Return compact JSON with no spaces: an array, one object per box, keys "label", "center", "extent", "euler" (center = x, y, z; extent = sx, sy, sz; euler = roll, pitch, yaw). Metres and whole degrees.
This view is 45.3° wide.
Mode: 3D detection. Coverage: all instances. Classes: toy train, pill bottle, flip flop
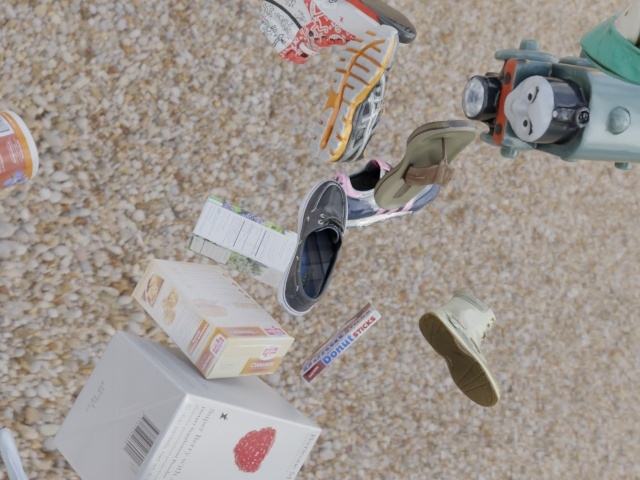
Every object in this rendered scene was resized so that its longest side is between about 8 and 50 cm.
[{"label":"toy train","center":[0.336,-0.148,0.887],"extent":[0.334,0.190,0.142],"euler":[3,105,-22]},{"label":"pill bottle","center":[-0.566,-0.120,1.196],"extent":[0.216,0.121,0.121],"euler":[-27,97,-39]},{"label":"flip flop","center":[0.176,-0.113,1.277],"extent":[0.112,0.277,0.080],"euler":[-1,63,-27]}]

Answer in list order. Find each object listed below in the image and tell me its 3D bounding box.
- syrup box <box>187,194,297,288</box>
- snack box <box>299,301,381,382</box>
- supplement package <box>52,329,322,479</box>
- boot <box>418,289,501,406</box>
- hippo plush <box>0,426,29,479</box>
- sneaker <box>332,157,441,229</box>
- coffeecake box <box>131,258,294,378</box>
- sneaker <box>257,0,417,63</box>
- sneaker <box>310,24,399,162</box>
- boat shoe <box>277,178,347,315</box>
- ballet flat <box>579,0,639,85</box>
[{"label":"syrup box","center":[-0.141,0.010,1.565],"extent":[0.237,0.093,0.096],"euler":[23,64,-7]},{"label":"snack box","center":[0.034,0.184,1.396],"extent":[0.178,0.064,0.022],"euler":[-43,100,2]},{"label":"supplement package","center":[-0.173,0.269,1.059],"extent":[0.293,0.175,0.177],"euler":[30,89,-50]},{"label":"boot","center":[0.302,0.205,1.500],"extent":[0.213,0.077,0.165],"euler":[53,39,9]},{"label":"hippo plush","center":[-0.203,0.369,0.757],"extent":[0.234,0.294,0.236],"euler":[-66,153,-20]},{"label":"sneaker","center":[0.152,-0.125,1.683],"extent":[0.319,0.112,0.131],"euler":[-22,135,-33]},{"label":"coffeecake box","center":[-0.151,0.108,1.084],"extent":[0.142,0.185,0.068],"euler":[10,115,-55]},{"label":"sneaker","center":[0.018,-0.337,1.233],"extent":[0.270,0.145,0.090],"euler":[34,29,16]},{"label":"sneaker","center":[0.061,-0.210,1.124],"extent":[0.083,0.084,0.215],"euler":[9,115,-43]},{"label":"boat shoe","center":[0.000,0.000,1.123],"extent":[0.080,0.076,0.228],"euler":[32,60,-17]},{"label":"ballet flat","center":[0.291,-0.155,0.609],"extent":[0.083,0.247,0.087],"euler":[-15,126,-6]}]
